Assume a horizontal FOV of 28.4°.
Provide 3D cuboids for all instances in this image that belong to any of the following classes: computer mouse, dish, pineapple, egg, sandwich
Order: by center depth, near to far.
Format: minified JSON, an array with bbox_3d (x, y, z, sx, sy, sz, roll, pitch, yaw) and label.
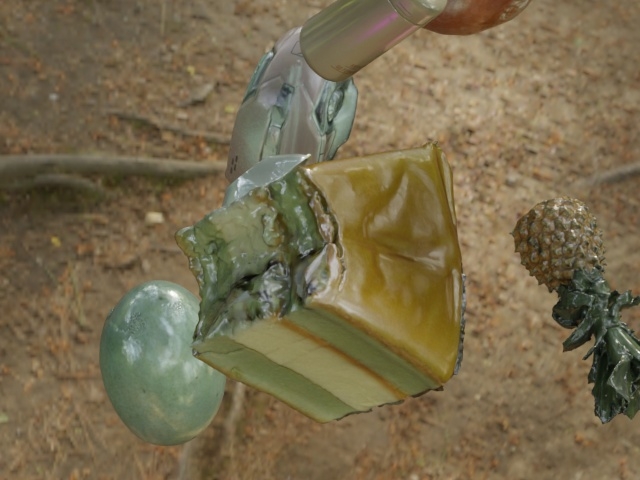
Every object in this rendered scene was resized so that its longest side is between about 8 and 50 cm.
[{"bbox_3d":[-0.001,0.000,1.021,0.198,0.155,0.227,33,47,-39],"label":"sandwich"},{"bbox_3d":[-0.074,-0.068,1.487,0.137,0.091,0.039,-41,85,-4],"label":"dish"},{"bbox_3d":[0.329,0.079,1.539,0.130,0.119,0.277,4,50,-42],"label":"pineapple"},{"bbox_3d":[-0.213,0.167,1.713,0.169,0.236,0.169,-8,20,3],"label":"egg"},{"bbox_3d":[-0.067,-0.175,2.132,0.199,0.389,0.115,22,16,17],"label":"computer mouse"}]

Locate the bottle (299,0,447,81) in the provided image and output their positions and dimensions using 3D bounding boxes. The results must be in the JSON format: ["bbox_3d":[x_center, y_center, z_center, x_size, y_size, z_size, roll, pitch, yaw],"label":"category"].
[{"bbox_3d":[0.032,-0.134,0.769,0.045,0.096,0.045,19,59,-36],"label":"bottle"}]

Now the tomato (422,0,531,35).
[{"bbox_3d":[0.120,-0.274,1.178,0.180,0.155,0.214,-8,47,-31],"label":"tomato"}]
